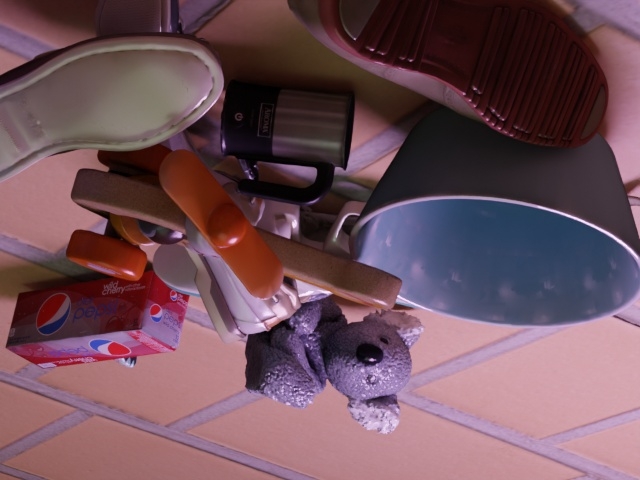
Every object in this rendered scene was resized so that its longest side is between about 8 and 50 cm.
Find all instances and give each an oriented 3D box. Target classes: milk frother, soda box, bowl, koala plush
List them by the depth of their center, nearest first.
[{"bbox_3d":[0.196,-0.041,1.736,0.311,0.163,0.311,9,154,4],"label":"bowl"},{"bbox_3d":[-0.033,-0.110,1.779,0.134,0.129,0.143,8,-163,5],"label":"milk frother"},{"bbox_3d":[0.023,0.146,2.179,0.221,0.196,0.203,15,165,-11],"label":"koala plush"},{"bbox_3d":[-0.312,0.112,2.288,0.263,0.092,0.083,-9,149,35],"label":"soda box"}]

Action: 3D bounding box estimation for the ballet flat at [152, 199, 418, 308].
[{"bbox_3d":[0.000,0.000,1.964,0.400,0.139,0.139,5,154,1],"label":"ballet flat"}]

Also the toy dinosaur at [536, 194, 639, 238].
[{"bbox_3d":[0.288,-0.003,1.909,0.118,0.064,0.268,7,154,-14],"label":"toy dinosaur"}]

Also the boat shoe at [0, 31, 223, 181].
[{"bbox_3d":[-0.239,-0.138,1.608,0.324,0.097,0.116,-18,114,19],"label":"boat shoe"}]

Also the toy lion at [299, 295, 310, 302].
[{"bbox_3d":[-0.064,0.032,2.062,0.096,0.100,0.034,-7,175,3],"label":"toy lion"}]

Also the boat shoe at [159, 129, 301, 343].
[{"bbox_3d":[-0.114,-0.032,1.855,0.103,0.113,0.302,-19,115,6],"label":"boat shoe"}]

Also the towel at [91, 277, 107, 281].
[{"bbox_3d":[-0.285,0.074,2.320,0.060,0.009,0.083,2,153,14],"label":"towel"}]

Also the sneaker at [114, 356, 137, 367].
[{"bbox_3d":[-0.327,0.162,2.489,0.069,0.038,0.098,-6,141,33],"label":"sneaker"}]

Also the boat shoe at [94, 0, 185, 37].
[{"bbox_3d":[-0.174,-0.205,1.650,0.084,0.079,0.233,30,143,13],"label":"boat shoe"}]

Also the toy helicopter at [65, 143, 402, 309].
[{"bbox_3d":[-0.078,-0.004,1.663,0.355,0.140,0.235,19,171,-12],"label":"toy helicopter"}]

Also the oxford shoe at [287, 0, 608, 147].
[{"bbox_3d":[0.127,-0.186,1.566,0.348,0.123,0.130,24,178,-31],"label":"oxford shoe"}]
